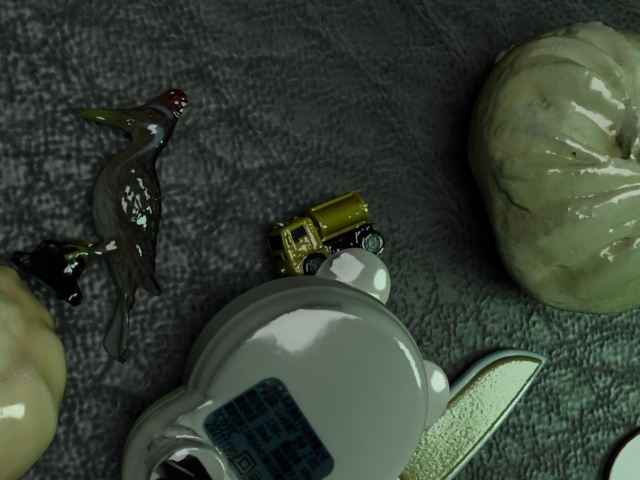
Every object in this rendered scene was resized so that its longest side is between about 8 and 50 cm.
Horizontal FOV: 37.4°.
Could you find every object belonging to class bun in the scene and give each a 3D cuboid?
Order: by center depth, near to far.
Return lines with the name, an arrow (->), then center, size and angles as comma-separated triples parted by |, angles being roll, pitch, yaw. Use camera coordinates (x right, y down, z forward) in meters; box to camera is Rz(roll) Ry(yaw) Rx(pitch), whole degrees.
bun -> 0.242, -0.057, 0.771 | 0.259, 0.160, 0.259 | -1, 93, -22

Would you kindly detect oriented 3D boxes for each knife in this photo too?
knife -> 0.064, 0.193, 0.771 | 0.343, 0.027, 0.061 | -39, 101, -19

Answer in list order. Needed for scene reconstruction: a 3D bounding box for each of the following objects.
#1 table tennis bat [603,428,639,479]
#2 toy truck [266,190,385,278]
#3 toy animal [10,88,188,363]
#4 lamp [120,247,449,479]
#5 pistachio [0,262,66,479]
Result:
table tennis bat -> 0.320, 0.287, 0.872 | 0.131, 0.022, 0.234 | -5, 90, -21
toy truck -> 0.000, 0.000, 0.736 | 0.083, 0.049, 0.054 | -23, 95, -21
toy animal -> -0.144, -0.020, 0.684 | 0.105, 0.070, 0.202 | 26, 78, -32
lamp -> -0.032, 0.125, 0.693 | 0.246, 0.108, 0.179 | -33, 105, -10
pistachio -> -0.311, 0.102, 0.553 | 0.318, 0.214, 0.193 | -16, 52, -11
